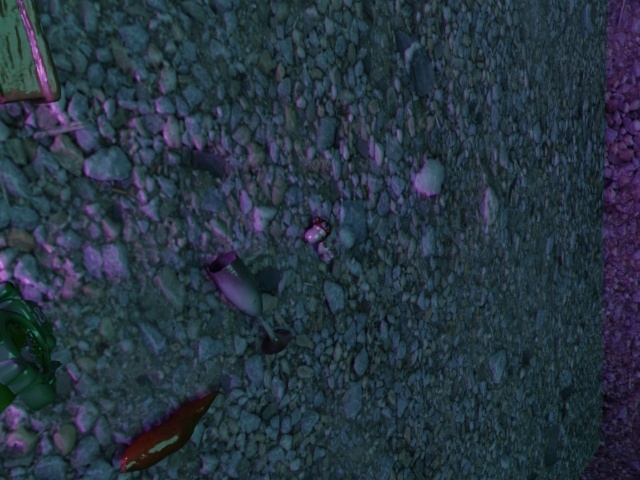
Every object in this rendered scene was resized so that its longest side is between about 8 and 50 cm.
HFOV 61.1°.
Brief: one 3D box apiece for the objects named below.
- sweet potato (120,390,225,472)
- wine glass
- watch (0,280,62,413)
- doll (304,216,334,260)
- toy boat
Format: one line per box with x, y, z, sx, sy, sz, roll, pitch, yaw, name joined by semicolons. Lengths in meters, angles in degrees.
-0.226;0.296;0.848;0.195;0.056;0.056;-34;121;-41;sweet potato
-0.119;0.106;0.910;0.066;0.066;0.198;-47;126;-28;wine glass
-0.390;0.150;0.612;0.152;0.165;0.131;-30;123;-9;watch
0.006;-0.002;1.025;0.058;0.040;0.085;-50;126;-9;doll
-0.344;-0.236;0.577;0.061;0.116;0.188;-23;114;-33;toy boat
